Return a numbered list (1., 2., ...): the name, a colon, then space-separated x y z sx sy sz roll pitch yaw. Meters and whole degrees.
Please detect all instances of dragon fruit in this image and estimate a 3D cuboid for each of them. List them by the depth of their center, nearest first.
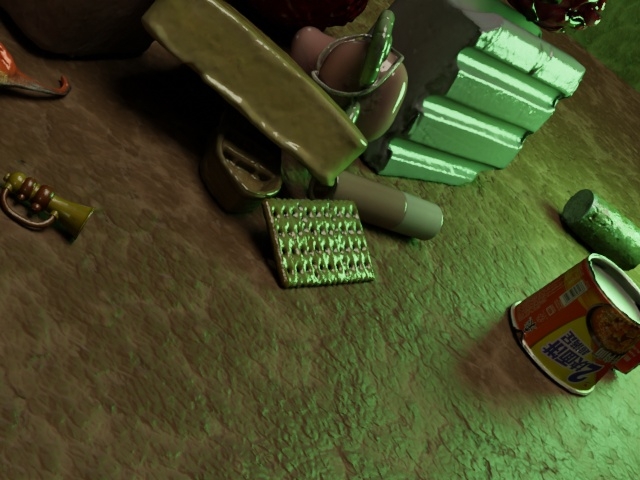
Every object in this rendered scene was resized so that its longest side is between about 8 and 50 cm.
1. dragon fruit: 0.458 -0.498 2.102 0.218 0.198 0.273 62 6 1

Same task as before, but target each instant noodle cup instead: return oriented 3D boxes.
1. instant noodle cup: 0.465 0.138 1.924 0.213 0.174 0.213 33 29 -21

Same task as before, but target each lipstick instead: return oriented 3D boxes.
1. lipstick: 0.095 -0.060 1.823 0.254 0.070 0.070 17 37 -41

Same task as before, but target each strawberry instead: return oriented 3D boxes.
1. strawberry: -0.028 -0.525 2.154 0.345 0.318 0.295 58 40 -67

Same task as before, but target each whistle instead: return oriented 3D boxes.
1. whistle: -0.325 -0.037 1.282 0.109 0.057 0.046 26 -14 -13

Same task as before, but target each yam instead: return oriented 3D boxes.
1. yam: 0.636 -0.025 2.459 0.194 0.107 0.107 40 27 -6

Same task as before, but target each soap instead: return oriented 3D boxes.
1. soap: 0.268 -0.299 2.127 0.435 0.350 0.213 7 37 -52

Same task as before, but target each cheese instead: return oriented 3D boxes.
1. cheese: -0.079 -0.232 1.665 0.384 0.104 0.384 42 8 -7

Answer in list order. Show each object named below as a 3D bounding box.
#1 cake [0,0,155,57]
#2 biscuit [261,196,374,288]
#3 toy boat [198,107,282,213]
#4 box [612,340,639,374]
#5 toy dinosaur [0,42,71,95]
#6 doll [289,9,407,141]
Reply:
1. cake: -0.327 -0.422 1.601 0.237 0.230 0.309 51 28 10
2. biscuit: 0.000 0.000 1.621 0.231 0.016 0.139 -1 73 -53
3. toy boat: -0.118 -0.105 1.614 0.116 0.061 0.188 34 29 -21
4. box: 0.563 0.154 2.120 0.133 0.099 0.182 41 26 -12
5. toy dinosaur: -0.417 -0.224 1.396 0.101 0.055 0.279 57 28 7
6. doll: 0.038 -0.263 1.854 0.216 0.284 0.268 23 9 -6
